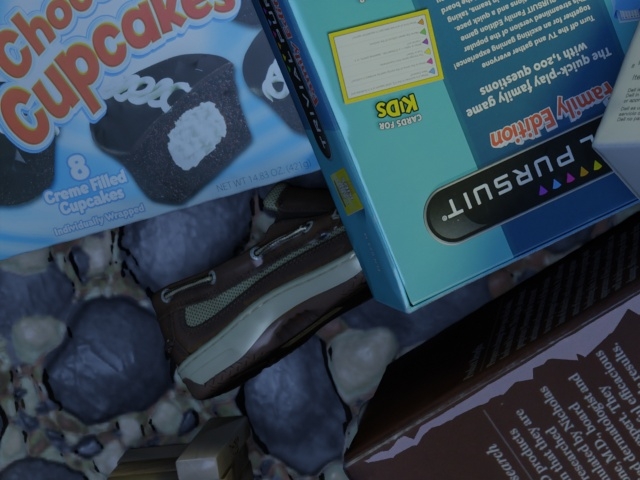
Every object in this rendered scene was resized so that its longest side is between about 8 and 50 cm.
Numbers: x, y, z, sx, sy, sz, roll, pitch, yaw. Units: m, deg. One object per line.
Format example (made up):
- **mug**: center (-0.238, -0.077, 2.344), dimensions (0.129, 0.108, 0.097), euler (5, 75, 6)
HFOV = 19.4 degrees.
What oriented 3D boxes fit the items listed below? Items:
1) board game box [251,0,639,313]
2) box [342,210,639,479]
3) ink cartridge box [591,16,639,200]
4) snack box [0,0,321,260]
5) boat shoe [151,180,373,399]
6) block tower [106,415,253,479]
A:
- **board game box**: center (0.090, -0.163, 1.107), dimensions (0.254, 0.079, 0.336), euler (-24, 100, -12)
- **box**: center (0.213, 0.064, 1.139), dimensions (0.381, 0.191, 0.143), euler (-31, 97, 17)
- **ink cartridge box**: center (0.258, -0.116, 1.018), dimensions (0.153, 0.208, 0.087), euler (1, 149, 44)
- **snack box**: center (-0.106, -0.114, 1.220), dimensions (0.322, 0.060, 0.187), euler (-16, 101, 14)
- **boat shoe**: center (-0.002, 0.000, 1.216), dimensions (0.257, 0.095, 0.095), euler (-34, 80, 10)
- **block tower**: center (-0.074, 0.296, 1.307), dimensions (0.097, 0.091, 0.335), euler (-6, 103, 11)
